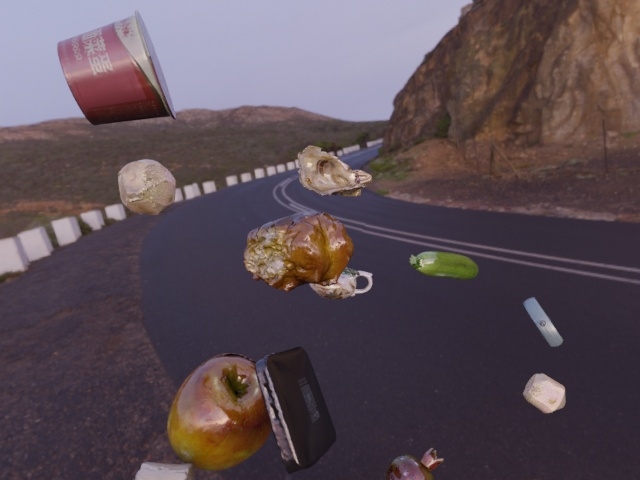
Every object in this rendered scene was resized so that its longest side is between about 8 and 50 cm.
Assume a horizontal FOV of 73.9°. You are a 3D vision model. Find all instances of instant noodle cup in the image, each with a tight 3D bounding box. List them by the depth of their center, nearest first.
[{"bbox_3d":[-0.446,-0.365,0.944,0.179,0.234,0.235,-18,11,-10],"label":"instant noodle cup"}]

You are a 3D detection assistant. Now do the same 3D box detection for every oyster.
[{"bbox_3d":[0.034,-0.185,1.273,0.233,0.161,0.107,5,-15,-27],"label":"oyster"}]

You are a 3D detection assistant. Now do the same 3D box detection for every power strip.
[{"bbox_3d":[0.697,0.249,1.343,0.044,0.137,0.216,-35,-4,20],"label":"power strip"}]

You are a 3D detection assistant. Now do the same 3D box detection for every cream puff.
[{"bbox_3d":[-0.043,0.019,0.895,0.241,0.154,0.269,-13,5,-8],"label":"cream puff"}]

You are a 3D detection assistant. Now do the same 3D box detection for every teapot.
[{"bbox_3d":[0.061,0.153,1.745,0.299,0.139,0.204,16,24,-2],"label":"teapot"}]

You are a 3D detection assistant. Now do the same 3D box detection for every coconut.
[{"bbox_3d":[-0.580,-0.175,1.433,0.195,0.194,0.194,-10,10,2],"label":"coconut"},{"bbox_3d":[0.781,0.534,1.472,0.122,0.116,0.116,31,26,18],"label":"coconut"}]

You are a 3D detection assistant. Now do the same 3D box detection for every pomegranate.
[{"bbox_3d":[0.248,0.611,1.088,0.160,0.129,0.129,-15,10,-5],"label":"pomegranate"}]

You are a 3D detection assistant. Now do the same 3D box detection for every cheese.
[{"bbox_3d":[-0.446,0.801,1.181,0.153,0.292,0.331,6,51,-7],"label":"cheese"}]

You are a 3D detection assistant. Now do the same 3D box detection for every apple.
[{"bbox_3d":[-0.341,0.605,1.498,0.375,0.373,0.384,-7,13,20],"label":"apple"}]

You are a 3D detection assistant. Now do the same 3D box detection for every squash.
[{"bbox_3d":[0.513,0.101,1.716,0.396,0.107,0.107,10,-3,-33],"label":"squash"}]

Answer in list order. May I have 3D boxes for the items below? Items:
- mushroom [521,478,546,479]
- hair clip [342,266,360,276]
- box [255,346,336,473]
[{"bbox_3d":[0.276,0.342,0.452,0.094,0.209,0.072,-36,-15,-28],"label":"mushroom"},{"bbox_3d":[0.084,0.103,1.581,0.049,0.049,0.173,-1,-21,43],"label":"hair clip"},{"bbox_3d":[-0.062,0.431,1.131,0.073,0.288,0.290,-25,-14,14],"label":"box"}]
